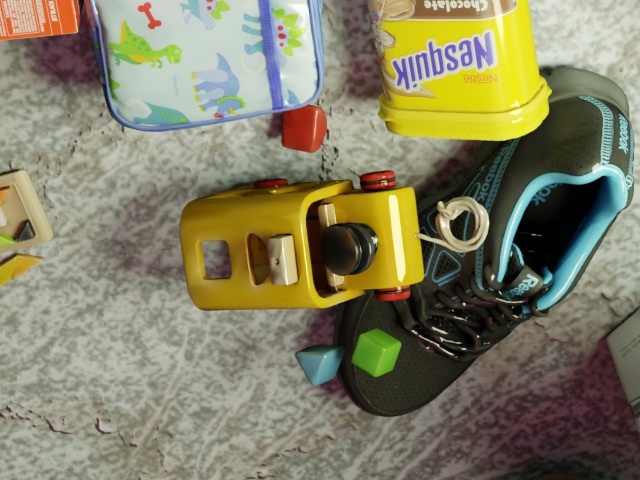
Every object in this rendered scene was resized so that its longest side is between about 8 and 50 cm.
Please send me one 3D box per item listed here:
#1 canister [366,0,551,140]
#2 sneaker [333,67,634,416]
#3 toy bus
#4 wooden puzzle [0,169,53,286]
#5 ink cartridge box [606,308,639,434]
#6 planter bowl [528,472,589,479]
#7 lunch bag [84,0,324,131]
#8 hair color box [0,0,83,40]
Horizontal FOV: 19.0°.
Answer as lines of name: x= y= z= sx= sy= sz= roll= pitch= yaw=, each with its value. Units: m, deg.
canister: x=0.094 y=-0.165 z=1.400 sx=0.126 sy=0.073 sz=0.170 roll=4 pitch=122 yaw=28
sneaker: x=0.119 y=0.022 z=1.486 sx=0.125 sy=0.139 sz=0.341 roll=26 pitch=117 yaw=-17
toy bus: x=-0.009 y=0.006 z=1.447 sx=0.191 sy=0.104 sz=0.202 roll=44 pitch=120 yaw=18
wooden puzzle: x=-0.257 y=-0.018 z=1.526 sx=0.079 sy=0.014 sz=0.116 roll=-22 pitch=118 yaw=11
ink cartridge box: x=0.350 y=0.165 z=1.499 sx=0.198 sy=0.273 sz=0.115 roll=39 pitch=110 yaw=-21
planter bowl: x=0.208 y=0.269 z=1.648 sx=0.162 sy=0.109 sz=0.162 roll=-1 pitch=120 yaw=-1
lunch bag: x=-0.084 y=-0.193 z=1.388 sx=0.176 sy=0.090 sz=0.219 roll=-6 pitch=121 yaw=-1
hair color box: x=-0.257 y=-0.181 z=1.386 sx=0.167 sy=0.093 sz=0.053 roll=-4 pitch=120 yaw=2
